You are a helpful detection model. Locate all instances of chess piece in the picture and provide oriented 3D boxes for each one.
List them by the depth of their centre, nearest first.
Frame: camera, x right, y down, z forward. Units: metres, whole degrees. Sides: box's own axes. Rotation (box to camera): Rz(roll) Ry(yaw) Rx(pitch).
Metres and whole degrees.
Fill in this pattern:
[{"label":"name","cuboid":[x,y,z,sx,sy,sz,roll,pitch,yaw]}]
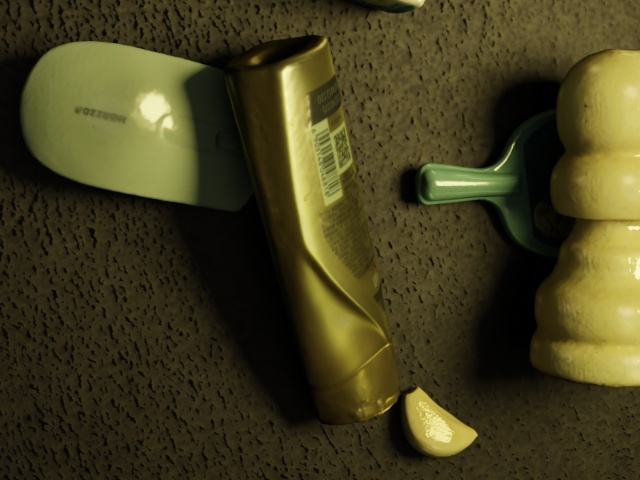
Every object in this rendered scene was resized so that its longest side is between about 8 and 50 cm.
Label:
[{"label":"chess piece","cuboid":[0.281,-0.026,1.107,0.167,0.167,0.299,-2,100,-18]}]

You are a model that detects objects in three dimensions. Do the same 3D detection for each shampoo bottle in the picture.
[{"label":"shampoo bottle","cuboid":[0.000,0.000,1.059,0.084,0.125,0.350,-4,113,25]}]

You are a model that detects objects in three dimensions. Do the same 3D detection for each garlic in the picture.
[{"label":"garlic","cuboid":[0.108,0.181,1.154,0.083,0.041,0.053,43,77,-10]}]

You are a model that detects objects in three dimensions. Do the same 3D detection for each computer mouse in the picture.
[{"label":"computer mouse","cuboid":[-0.143,-0.097,1.027,0.231,0.079,0.128,8,97,-22]}]

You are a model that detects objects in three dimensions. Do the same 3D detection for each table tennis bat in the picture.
[{"label":"table tennis bat","cuboid":[0.202,-0.056,1.163,0.237,0.038,0.149,0,100,-20]}]

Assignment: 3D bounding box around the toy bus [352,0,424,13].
[{"label":"toy bus","cuboid":[-0.033,-0.295,1.027,0.297,0.106,0.131,15,93,-17]}]
